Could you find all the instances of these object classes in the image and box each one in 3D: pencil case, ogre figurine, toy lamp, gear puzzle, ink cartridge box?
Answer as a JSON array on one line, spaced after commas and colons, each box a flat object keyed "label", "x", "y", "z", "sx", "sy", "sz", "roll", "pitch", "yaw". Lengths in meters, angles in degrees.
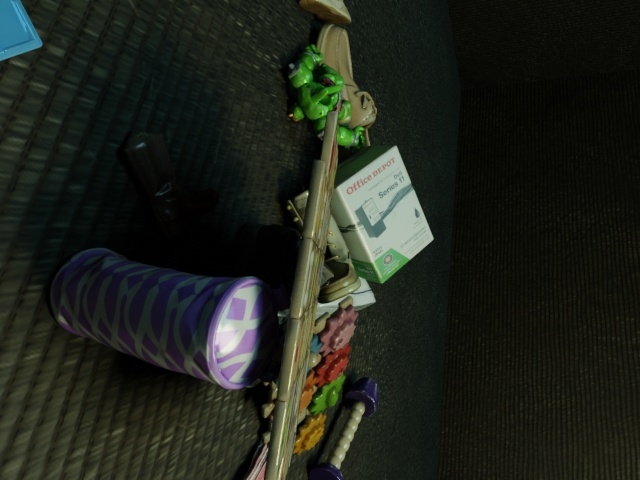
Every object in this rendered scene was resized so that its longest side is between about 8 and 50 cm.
[{"label": "pencil case", "x": -0.127, "y": 0.053, "z": 0.382, "sx": 0.088, "sy": 0.206, "sz": 0.086, "roll": -55, "pitch": 142, "yaw": -40}, {"label": "ogre figurine", "x": 0.004, "y": -0.246, "z": 0.815, "sx": 0.118, "sy": 0.097, "sz": 0.197, "roll": -33, "pitch": 117, "yaw": -56}, {"label": "toy lamp", "x": 0.059, "y": 0.390, "z": 0.980, "sx": 0.275, "sy": 0.080, "sz": 0.080, "roll": -45, "pitch": 131, "yaw": -58}, {"label": "gear puzzle", "x": -0.013, "y": 0.250, "z": 0.733, "sx": 0.175, "sy": 0.044, "sz": 0.339, "roll": -31, "pitch": 142, "yaw": -37}, {"label": "ink cartridge box", "x": 0.100, "y": -0.052, "z": 0.867, "sx": 0.153, "sy": 0.087, "sz": 0.208, "roll": -38, "pitch": 115, "yaw": -21}]

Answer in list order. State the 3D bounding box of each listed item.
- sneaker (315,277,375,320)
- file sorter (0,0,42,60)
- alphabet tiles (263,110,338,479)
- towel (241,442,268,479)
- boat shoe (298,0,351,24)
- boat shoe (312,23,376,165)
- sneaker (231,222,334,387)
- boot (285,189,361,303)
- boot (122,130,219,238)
[{"label": "sneaker", "x": 0.021, "y": 0.098, "z": 0.899, "sx": 0.258, "sy": 0.094, "sz": 0.091, "roll": 8, "pitch": 55, "yaw": -64}, {"label": "file sorter", "x": -0.254, "y": -0.117, "z": 0.209, "sx": 0.170, "sy": 0.104, "sz": 0.118, "roll": -60, "pitch": 144, "yaw": -48}, {"label": "alphabet tiles", "x": -0.012, "y": 0.064, "z": 0.466, "sx": 0.285, "sy": 0.011, "sz": 0.342, "roll": 59, "pitch": 39, "yaw": -85}, {"label": "towel", "x": -0.096, "y": 0.419, "z": 0.682, "sx": 0.144, "sy": 0.029, "sz": 0.197, "roll": -46, "pitch": 134, "yaw": -58}, {"label": "boat shoe", "x": 0.015, "y": -0.454, "z": 0.886, "sx": 0.170, "sy": 0.063, "sz": 0.059, "roll": -18, "pitch": 112, "yaw": -65}, {"label": "boat shoe", "x": 0.059, "y": -0.249, "z": 0.929, "sx": 0.121, "sy": 0.110, "sz": 0.341, "roll": -34, "pitch": 122, "yaw": -63}, {"label": "sneaker", "x": -0.058, "y": 0.087, "z": 0.639, "sx": 0.087, "sy": 0.130, "sz": 0.227, "roll": 36, "pitch": 60, "yaw": -60}, {"label": "boot", "x": 0.000, "y": 0.000, "z": 0.754, "sx": 0.213, "sy": 0.077, "sz": 0.165, "roll": -94, "pitch": 163, "yaw": -78}, {"label": "boot", "x": -0.161, "y": -0.075, "z": 0.518, "sx": 0.106, "sy": 0.037, "sz": 0.114, "roll": -59, "pitch": 137, "yaw": -54}]
